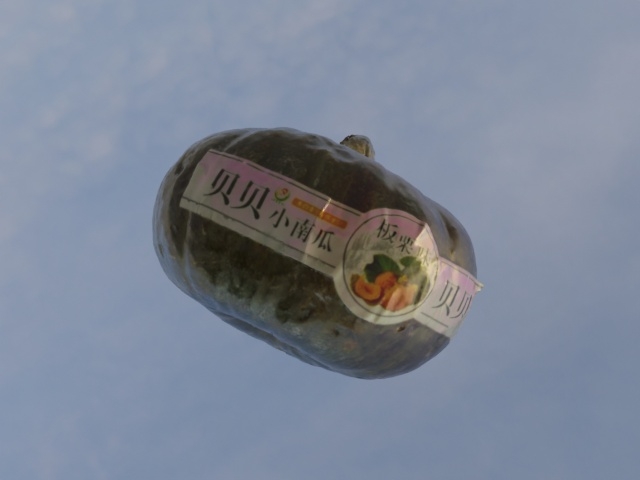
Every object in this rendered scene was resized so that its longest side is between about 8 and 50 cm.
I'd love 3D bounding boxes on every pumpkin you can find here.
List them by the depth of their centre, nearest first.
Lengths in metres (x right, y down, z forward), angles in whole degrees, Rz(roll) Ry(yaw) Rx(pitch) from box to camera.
[{"bbox_3d":[0.002,-0.002,0.914,0.260,0.260,0.189,22,-102,29],"label":"pumpkin"}]
